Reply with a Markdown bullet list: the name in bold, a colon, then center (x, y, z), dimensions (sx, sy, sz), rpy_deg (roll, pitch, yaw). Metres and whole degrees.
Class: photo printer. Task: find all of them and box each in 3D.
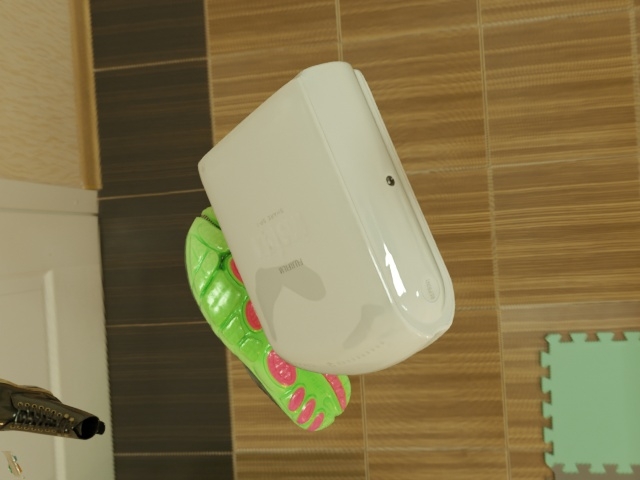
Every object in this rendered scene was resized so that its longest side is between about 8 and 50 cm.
- **photo printer**: center (0.000, 0.000, 0.699), dimensions (0.256, 0.107, 0.307), rpy_deg (-25, 87, 51)

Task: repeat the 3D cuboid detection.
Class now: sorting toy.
- **sorting toy**: center (-0.594, 0.431, 1.216), dimensions (0.083, 0.012, 0.062), rpy_deg (-23, 95, 50)

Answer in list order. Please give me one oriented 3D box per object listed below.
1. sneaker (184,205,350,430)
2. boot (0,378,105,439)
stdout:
- **sneaker**: center (-0.124, 0.158, 1.196), dimensions (0.185, 0.202, 0.482), rpy_deg (-35, 111, -25)
- **boot**: center (-0.421, 0.254, 0.916), dimensions (0.137, 0.198, 0.076), rpy_deg (14, 87, 20)
